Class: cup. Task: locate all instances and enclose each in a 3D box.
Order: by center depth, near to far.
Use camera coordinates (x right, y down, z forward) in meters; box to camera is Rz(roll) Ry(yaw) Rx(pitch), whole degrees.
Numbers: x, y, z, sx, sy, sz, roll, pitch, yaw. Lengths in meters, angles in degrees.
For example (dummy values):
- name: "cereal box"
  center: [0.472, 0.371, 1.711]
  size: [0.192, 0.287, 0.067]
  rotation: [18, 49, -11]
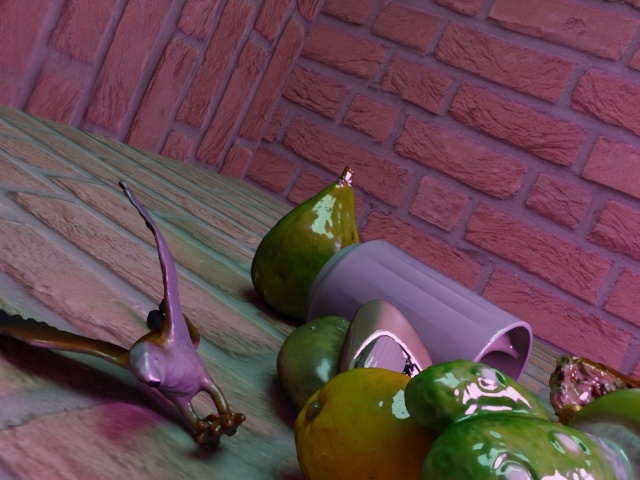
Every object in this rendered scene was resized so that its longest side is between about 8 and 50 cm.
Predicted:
- name: "cup"
  center: [0.164, 0.182, 1.178]
  size: [0.326, 0.237, 0.323]
  rotation: [31, -21, 37]

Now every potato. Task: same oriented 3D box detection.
- name: "potato"
  center: [0.007, 0.186, 0.963]
  size: [0.149, 0.113, 0.251]
  rotation: [39, 19, -7]

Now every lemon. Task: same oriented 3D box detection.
- name: "lemon"
  center: [0.073, 0.222, 0.708]
  size: [0.207, 0.170, 0.170]
  rotation: [30, 7, 5]

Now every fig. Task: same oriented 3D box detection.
- name: "fig"
  center: [0.007, 0.029, 1.416]
  size: [0.233, 0.314, 0.233]
  rotation: [51, -4, 5]

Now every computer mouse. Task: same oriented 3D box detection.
- name: "computer mouse"
  center: [0.093, 0.162, 0.901]
  size: [0.145, 0.082, 0.236]
  rotation: [56, 17, -8]

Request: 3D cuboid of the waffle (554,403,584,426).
- name: "waffle"
  center: [0.428, 0.342, 0.999]
  size: [0.291, 0.051, 0.291]
  rotation: [44, -23, 24]

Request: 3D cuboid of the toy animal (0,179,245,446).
- name: "toy animal"
  center: [-0.188, 0.134, 0.793]
  size: [0.302, 0.225, 0.284]
  rotation: [45, -5, 30]

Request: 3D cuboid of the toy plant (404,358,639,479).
- name: "toy plant"
  center: [0.218, 0.221, 0.607]
  size: [0.315, 0.184, 0.224]
  rotation: [12, 48, -24]

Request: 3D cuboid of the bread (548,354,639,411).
- name: "bread"
  center: [0.648, 0.393, 1.402]
  size: [0.369, 0.192, 0.314]
  rotation: [22, 11, 10]

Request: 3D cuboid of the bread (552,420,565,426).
- name: "bread"
  center: [0.318, 0.334, 0.837]
  size: [0.268, 0.146, 0.268]
  rotation: [23, 10, -4]
